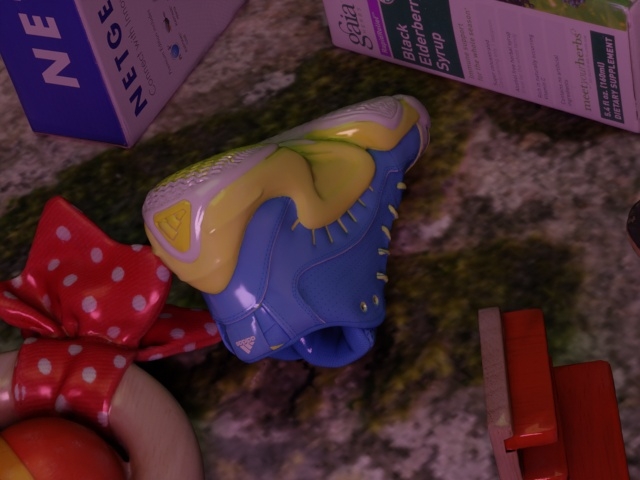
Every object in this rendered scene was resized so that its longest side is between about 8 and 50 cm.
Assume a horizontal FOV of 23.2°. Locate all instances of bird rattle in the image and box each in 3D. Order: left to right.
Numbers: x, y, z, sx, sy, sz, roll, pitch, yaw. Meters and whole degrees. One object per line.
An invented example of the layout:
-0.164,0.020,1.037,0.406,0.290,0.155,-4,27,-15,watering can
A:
-0.144,0.109,0.766,0.253,0.143,0.207,-23,51,-28,bird rattle

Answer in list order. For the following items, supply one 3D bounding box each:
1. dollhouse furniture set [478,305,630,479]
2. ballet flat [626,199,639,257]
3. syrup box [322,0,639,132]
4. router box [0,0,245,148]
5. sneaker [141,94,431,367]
0.203,0.083,0.642,0.259,0.135,0.262,-8,41,8,dollhouse furniture set
0.207,0.016,0.629,0.173,0.049,0.057,15,71,23,ballet flat
0.114,-0.155,0.968,0.237,0.093,0.096,20,52,34,syrup box
-0.127,-0.282,1.000,0.082,0.335,0.301,10,48,26,router box
0.000,0.000,0.849,0.091,0.126,0.240,-20,3,38,sneaker
